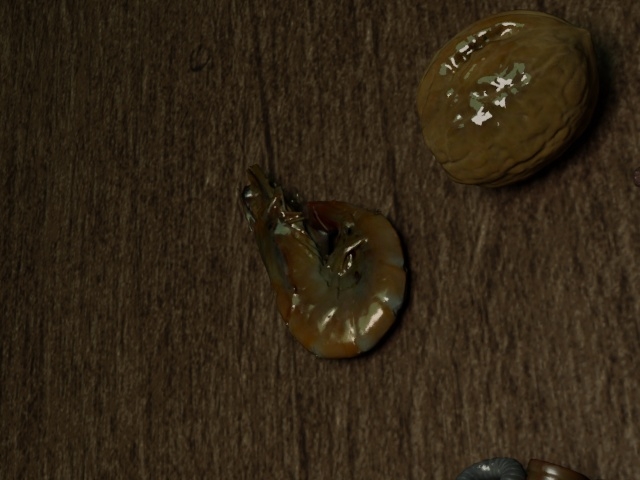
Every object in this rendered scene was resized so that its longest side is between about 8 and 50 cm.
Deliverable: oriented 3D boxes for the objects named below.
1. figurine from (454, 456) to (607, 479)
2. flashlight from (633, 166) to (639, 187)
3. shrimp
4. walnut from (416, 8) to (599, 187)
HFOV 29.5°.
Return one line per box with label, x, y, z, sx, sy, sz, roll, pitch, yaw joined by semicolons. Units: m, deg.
figurine;0.152;0.362;0.929;0.261;0.186;0.382;14;74;31
flashlight;0.326;-0.053;1.068;0.110;0.031;0.052;8;76;41
shrimp;0.000;0.000;1.290;0.152;0.063;0.287;-40;54;16
walnut;0.180;-0.138;1.148;0.184;0.155;0.155;-36;52;19
